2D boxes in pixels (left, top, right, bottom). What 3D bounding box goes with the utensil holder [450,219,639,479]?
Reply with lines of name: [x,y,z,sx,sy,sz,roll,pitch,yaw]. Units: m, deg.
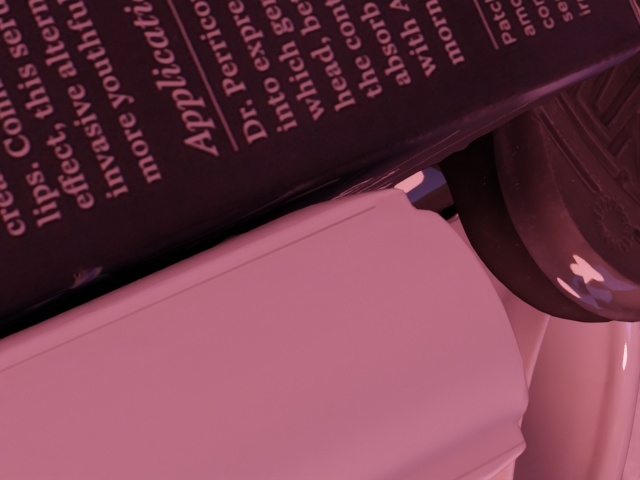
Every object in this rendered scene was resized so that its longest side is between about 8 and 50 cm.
utensil holder: [0.031,0.115,1.561,0.385,0.328,0.327,10,-178,23]

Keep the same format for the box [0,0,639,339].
box: [-0.144,-0.059,0.676,0.395,0.212,0.293,-23,177,-31]

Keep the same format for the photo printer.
photo printer: [-0.120,0.102,0.578,0.307,0.107,0.256,-24,176,-31]

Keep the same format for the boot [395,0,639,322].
boot: [0.001,-0.001,0.996,0.445,0.146,0.367,-33,-157,32]
